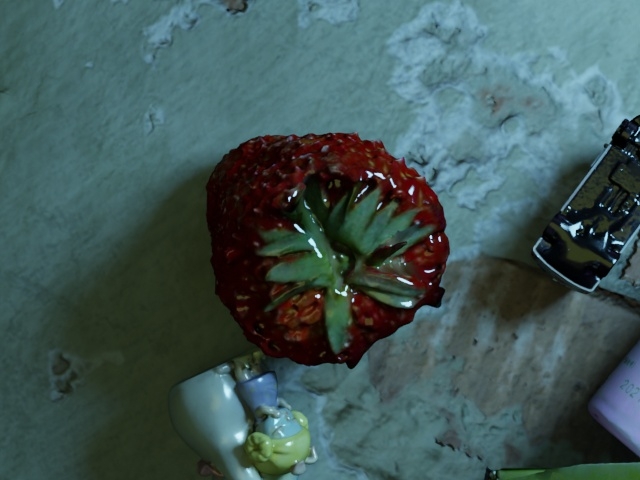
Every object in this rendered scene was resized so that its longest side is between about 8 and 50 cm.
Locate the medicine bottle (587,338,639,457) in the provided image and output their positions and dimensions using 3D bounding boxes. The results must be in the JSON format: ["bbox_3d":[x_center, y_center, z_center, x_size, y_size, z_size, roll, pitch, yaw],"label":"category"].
[{"bbox_3d":[0.437,0.122,1.406,0.178,0.178,0.290,38,92,8],"label":"medicine bottle"}]

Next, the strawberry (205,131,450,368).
[{"bbox_3d":[-0.001,-0.004,1.475,0.261,0.257,0.261,-2,104,-8],"label":"strawberry"}]

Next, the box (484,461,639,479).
[{"bbox_3d":[0.394,0.312,1.273,0.420,0.373,0.138,-3,67,19],"label":"box"}]

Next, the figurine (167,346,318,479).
[{"bbox_3d":[-0.070,0.248,1.506,0.155,0.127,0.235,-26,89,29],"label":"figurine"}]

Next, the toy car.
[{"bbox_3d":[0.320,-0.040,1.469,0.089,0.108,0.209,36,89,10],"label":"toy car"}]
